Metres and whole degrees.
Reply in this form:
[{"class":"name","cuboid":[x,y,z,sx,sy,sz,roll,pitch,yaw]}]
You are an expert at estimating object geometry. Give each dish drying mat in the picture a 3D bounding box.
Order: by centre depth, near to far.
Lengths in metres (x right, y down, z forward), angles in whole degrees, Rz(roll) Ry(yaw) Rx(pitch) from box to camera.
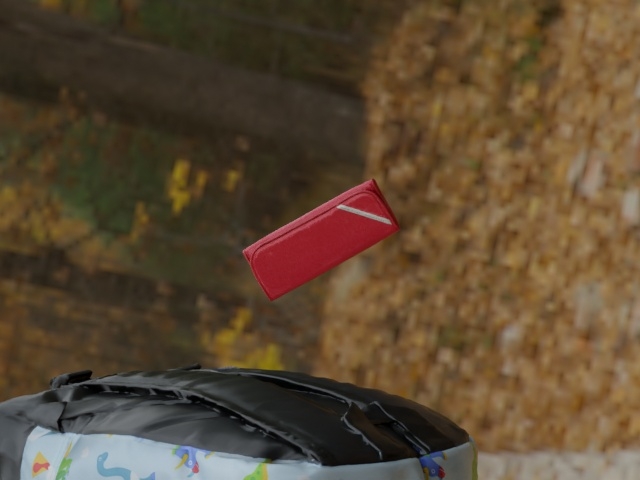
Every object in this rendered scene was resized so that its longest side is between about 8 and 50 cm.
[{"class":"dish drying mat","cuboid":[0.000,0.000,1.028,0.032,0.083,0.008,60,-161,-3]}]

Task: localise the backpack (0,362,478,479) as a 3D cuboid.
[{"class":"backpack","cuboid":[-0.039,0.203,1.449,0.355,0.290,0.273,-16,75,44]}]
